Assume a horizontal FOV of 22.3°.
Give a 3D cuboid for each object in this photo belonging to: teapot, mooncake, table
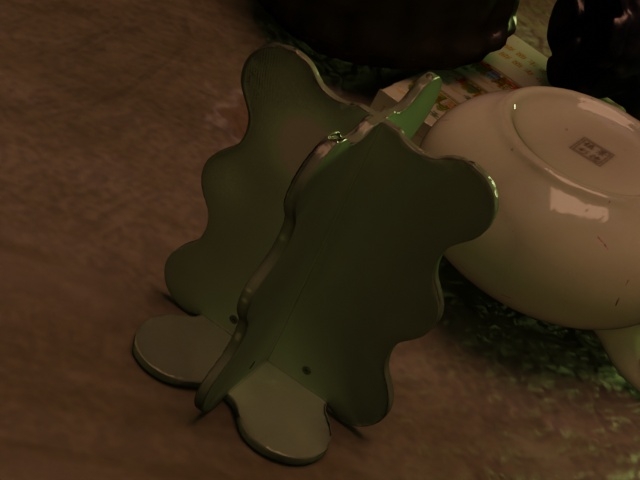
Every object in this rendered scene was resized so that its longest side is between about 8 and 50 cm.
[{"bbox_3d":[0.166,-0.008,1.109,0.298,0.139,0.204,41,35,25],"label":"teapot"},{"bbox_3d":[0.057,-0.225,1.320,0.228,0.124,0.228,13,27,-7],"label":"mooncake"},{"bbox_3d":[0.000,0.000,0.931,0.166,0.198,0.166,17,35,-12],"label":"table"}]

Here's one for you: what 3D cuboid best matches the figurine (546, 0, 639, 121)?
[{"bbox_3d":[0.354,-0.122,1.348,0.332,0.185,0.204,-4,79,-24],"label":"figurine"}]

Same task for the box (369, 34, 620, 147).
[{"bbox_3d":[0.146,-0.103,1.311,0.122,0.032,0.220,40,35,17],"label":"box"}]
